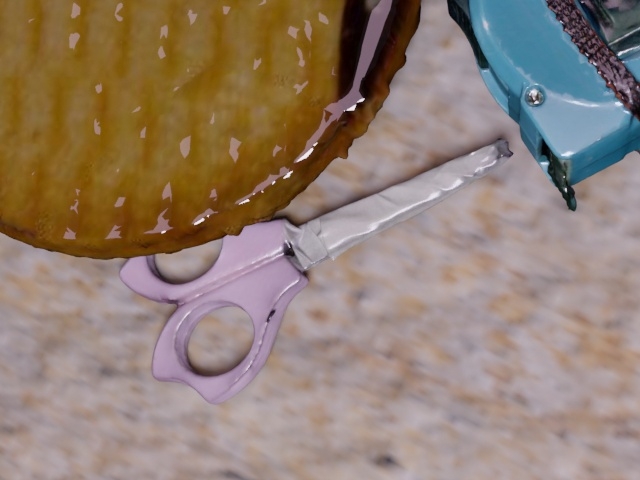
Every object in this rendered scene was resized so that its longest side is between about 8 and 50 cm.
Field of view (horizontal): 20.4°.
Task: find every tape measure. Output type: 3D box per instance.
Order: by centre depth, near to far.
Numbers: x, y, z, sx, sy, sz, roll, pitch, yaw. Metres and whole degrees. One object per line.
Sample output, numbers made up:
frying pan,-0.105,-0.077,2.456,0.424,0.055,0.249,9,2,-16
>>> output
tape measure,0.135,-0.103,0.835,0.125,0.081,0.146,-30,74,-1

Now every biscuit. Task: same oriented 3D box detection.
biscuit,-0.095,-0.144,0.924,0.318,0.040,0.317,-4,76,17

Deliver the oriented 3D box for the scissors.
scissors,0.000,0.000,0.886,0.212,0.021,0.110,-25,71,11
